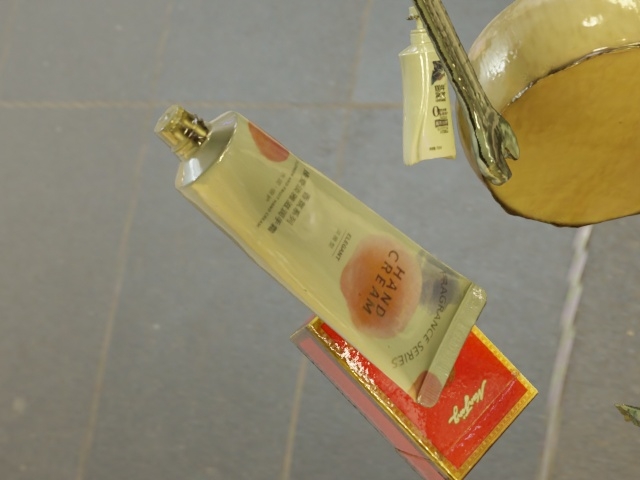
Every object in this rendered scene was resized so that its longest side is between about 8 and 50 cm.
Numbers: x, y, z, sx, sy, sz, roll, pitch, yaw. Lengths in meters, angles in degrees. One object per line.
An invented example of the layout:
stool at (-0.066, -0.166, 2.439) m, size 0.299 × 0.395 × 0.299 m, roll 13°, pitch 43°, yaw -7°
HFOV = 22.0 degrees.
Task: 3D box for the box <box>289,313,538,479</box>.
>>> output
box at (0.104, 0.137, 1.804) m, size 0.240 × 0.153 × 0.074 m, roll 46°, pitch 151°, yaw -1°

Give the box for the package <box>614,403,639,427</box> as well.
package at (0.308, 0.162, 1.420) m, size 0.110 × 0.037 × 0.015 m, roll 16°, pitch 65°, yaw 34°

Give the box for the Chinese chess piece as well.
Chinese chess piece at (0.247, -0.123, 1.452) m, size 0.257 × 0.257 × 0.104 m, roll -37°, pitch 47°, yaw 31°

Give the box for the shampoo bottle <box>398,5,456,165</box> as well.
shampoo bottle at (0.091, -0.138, 1.444) m, size 0.034 × 0.049 × 0.141 m, roll -167°, pitch 70°, yaw -73°

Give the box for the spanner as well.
spanner at (0.073, -0.178, 1.176) m, size 0.017 × 0.071 × 0.302 m, roll -20°, pitch 105°, yaw 29°

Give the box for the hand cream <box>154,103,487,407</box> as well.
hand cream at (0.000, 0.000, 1.360) m, size 0.077 × 0.340 × 0.124 m, roll -14°, pitch 43°, yaw 58°
